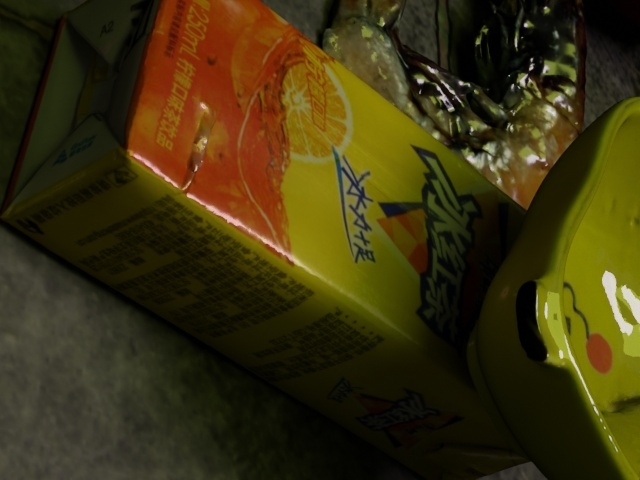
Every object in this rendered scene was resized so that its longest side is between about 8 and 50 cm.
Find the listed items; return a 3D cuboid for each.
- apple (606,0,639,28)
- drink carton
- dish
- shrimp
[{"bbox_3d":[0.322,-0.316,1.297,0.288,0.288,0.317,13,50,-44],"label":"apple"},{"bbox_3d":[0.000,0.000,0.920,0.351,0.111,0.155,35,50,-34],"label":"drink carton"},{"bbox_3d":[0.161,0.055,0.904,0.221,0.108,0.262,58,41,-14],"label":"dish"},{"bbox_3d":[0.106,-0.150,1.143,0.233,0.071,0.365,28,58,-30],"label":"shrimp"}]
